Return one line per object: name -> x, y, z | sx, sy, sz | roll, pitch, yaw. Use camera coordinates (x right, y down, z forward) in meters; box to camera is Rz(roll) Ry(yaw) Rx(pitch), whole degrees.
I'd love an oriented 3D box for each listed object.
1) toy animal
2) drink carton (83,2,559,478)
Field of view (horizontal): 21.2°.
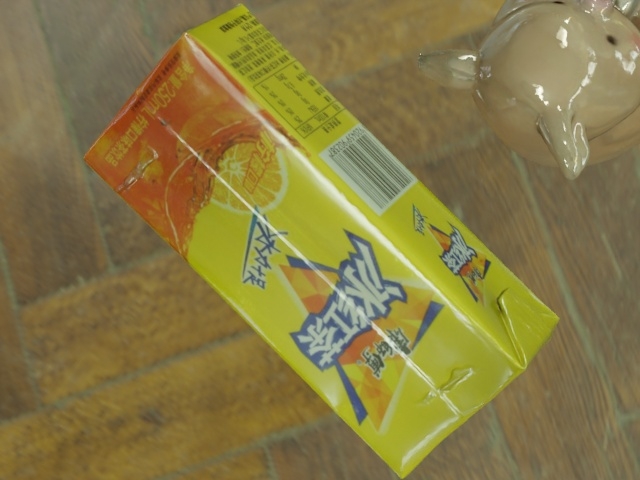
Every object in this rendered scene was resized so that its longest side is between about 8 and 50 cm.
toy animal -> 0.262, -0.171, 1.712 | 0.195, 0.256, 0.213 | 37, 99, 26
drink carton -> 0.000, 0.000, 1.312 | 0.351, 0.111, 0.154 | 45, 121, 1
